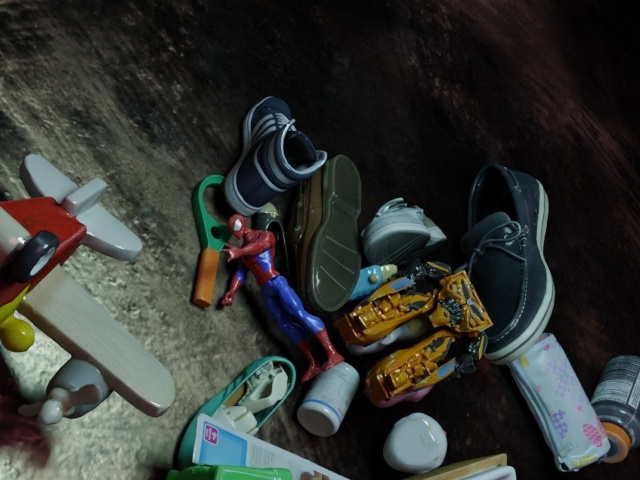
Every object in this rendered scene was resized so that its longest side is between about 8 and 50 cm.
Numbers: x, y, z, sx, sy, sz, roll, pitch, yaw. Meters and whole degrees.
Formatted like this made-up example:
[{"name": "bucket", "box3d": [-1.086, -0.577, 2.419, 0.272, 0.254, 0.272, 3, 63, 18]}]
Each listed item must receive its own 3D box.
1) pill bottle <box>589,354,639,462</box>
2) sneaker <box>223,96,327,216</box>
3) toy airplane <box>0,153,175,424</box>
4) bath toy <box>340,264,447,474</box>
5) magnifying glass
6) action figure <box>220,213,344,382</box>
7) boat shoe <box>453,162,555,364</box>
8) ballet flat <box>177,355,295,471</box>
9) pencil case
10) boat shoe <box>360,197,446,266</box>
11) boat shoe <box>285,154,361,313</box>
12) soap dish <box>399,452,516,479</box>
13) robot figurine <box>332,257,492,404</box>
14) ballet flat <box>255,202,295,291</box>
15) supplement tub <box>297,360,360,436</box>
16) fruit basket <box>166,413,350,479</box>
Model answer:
[{"name": "pill bottle", "box3d": [0.641, 0.365, 2.041, 0.130, 0.130, 0.246, 54, 42, -10]}, {"name": "sneaker", "box3d": [-0.059, -0.168, 1.575, 0.099, 0.153, 0.282, 41, 38, -24]}, {"name": "toy airplane", "box3d": [-0.379, 0.041, 1.110, 0.384, 0.272, 0.386, 29, 14, -46]}, {"name": "bath toy", "box3d": [0.128, 0.220, 1.606, 0.151, 0.129, 0.348, -16, 76, -4]}, {"name": "magnifying glass", "box3d": [-0.168, -0.002, 1.490, 0.092, 0.026, 0.231, 30, 49, -32]}, {"name": "action figure", "box3d": [-0.088, 0.091, 1.450, 0.139, 0.091, 0.280, -22, 82, -48]}, {"name": "boat shoe", "box3d": [0.358, 0.033, 1.897, 0.156, 0.187, 0.500, 35, 43, -21]}, {"name": "ballet flat", "box3d": [-0.112, 0.244, 1.365, 0.083, 0.087, 0.247, 54, 42, -11]}, {"name": "pencil case", "box3d": [0.466, 0.322, 1.899, 0.124, 0.113, 0.273, -25, 88, -25]}, {"name": "boat shoe", "box3d": [0.139, -0.019, 1.707, 0.103, 0.118, 0.320, 57, 20, 12]}, {"name": "boat shoe", "box3d": [0.000, 0.000, 1.602, 0.110, 0.104, 0.307, 42, 42, -34]}, {"name": "soap dish", "box3d": [0.199, 0.486, 1.471, 0.229, 0.118, 0.291, -2, 94, -46]}, {"name": "robot figurine", "box3d": [0.166, 0.140, 1.534, 0.291, 0.085, 0.211, -23, 82, -40]}, {"name": "ballet flat", "box3d": [-0.069, 0.016, 1.558, 0.057, 0.049, 0.173, 7, 65, -44]}, {"name": "supplement tub", "box3d": [0.013, 0.249, 1.504, 0.071, 0.071, 0.107, 48, 42, -16]}, {"name": "fruit basket", "box3d": [-0.053, 0.435, 1.251, 0.353, 0.165, 0.327, 31, 55, -31]}]
